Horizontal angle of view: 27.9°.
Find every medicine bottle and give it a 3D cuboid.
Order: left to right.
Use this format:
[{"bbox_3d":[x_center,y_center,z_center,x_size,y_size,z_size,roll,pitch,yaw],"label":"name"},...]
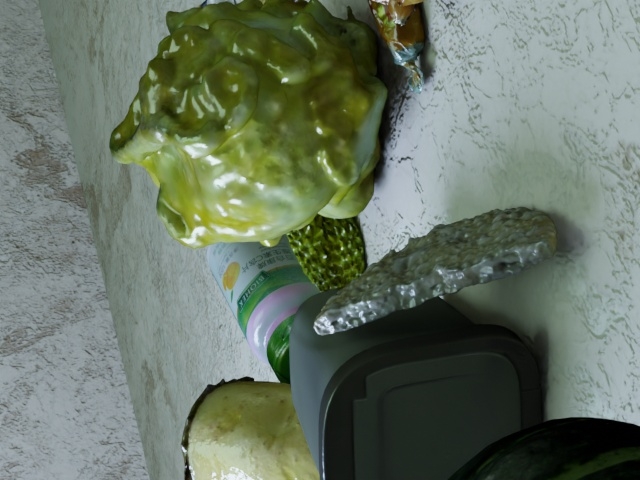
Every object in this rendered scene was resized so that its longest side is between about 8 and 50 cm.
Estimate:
[{"bbox_3d":[-0.052,0.079,1.709,0.274,0.133,0.133,-124,32,-49],"label":"medicine bottle"}]

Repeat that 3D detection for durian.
[{"bbox_3d":[0.000,0.000,1.620,0.100,0.086,0.215,88,163,-60],"label":"durian"}]

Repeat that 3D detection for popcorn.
[{"bbox_3d":[-0.083,-0.139,1.459,0.312,0.312,0.312,172,90,-71],"label":"popcorn"}]

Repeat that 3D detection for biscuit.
[{"bbox_3d":[0.112,0.016,1.181,0.250,0.133,0.032,-21,109,32],"label":"biscuit"}]

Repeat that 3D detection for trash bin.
[{"bbox_3d":[0.077,0.160,1.266,0.250,0.219,0.219,-132,40,-68],"label":"trash bin"}]

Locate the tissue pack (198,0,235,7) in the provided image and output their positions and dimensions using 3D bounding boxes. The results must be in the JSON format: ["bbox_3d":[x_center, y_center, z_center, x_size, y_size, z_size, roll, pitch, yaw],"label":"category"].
[{"bbox_3d":[-0.157,-0.340,1.963,0.083,0.042,0.062,178,86,-70],"label":"tissue pack"}]

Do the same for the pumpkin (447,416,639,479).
[{"bbox_3d":[0.204,0.281,0.904,0.323,0.241,0.323,56,161,30],"label":"pumpkin"}]

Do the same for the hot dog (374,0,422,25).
[{"bbox_3d":[0.083,-0.331,1.230,0.102,0.076,0.249,19,112,37],"label":"hot dog"}]

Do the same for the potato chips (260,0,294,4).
[{"bbox_3d":[-0.077,-0.213,1.717,0.057,0.080,0.407,25,113,56],"label":"potato chips"}]

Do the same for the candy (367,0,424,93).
[{"bbox_3d":[0.077,-0.240,1.340,0.053,0.046,0.182,144,114,-70],"label":"candy"}]

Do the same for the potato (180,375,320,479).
[{"bbox_3d":[-0.015,0.287,1.558,0.285,0.242,0.242,64,167,-21],"label":"potato"}]
